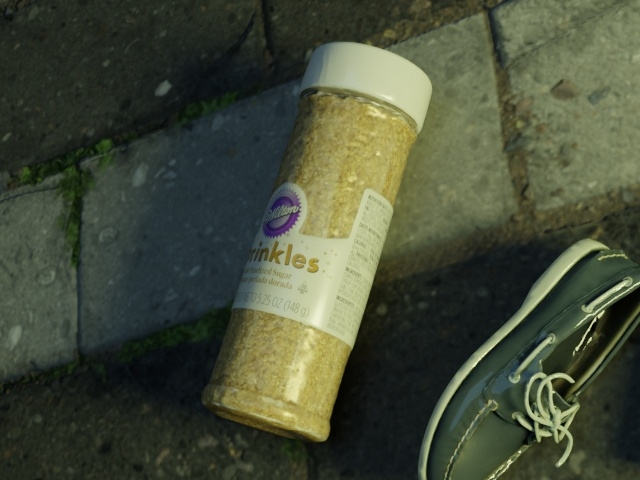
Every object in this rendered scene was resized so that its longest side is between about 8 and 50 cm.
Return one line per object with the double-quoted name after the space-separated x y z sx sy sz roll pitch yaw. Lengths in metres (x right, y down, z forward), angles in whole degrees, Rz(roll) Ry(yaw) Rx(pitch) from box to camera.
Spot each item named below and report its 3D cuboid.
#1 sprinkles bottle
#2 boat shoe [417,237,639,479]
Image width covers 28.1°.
0.000 0.000 1.173 0.121 0.121 0.355 9 74 32 "sprinkles bottle"
0.179 0.116 1.040 0.254 0.095 0.079 -49 43 -8 "boat shoe"
